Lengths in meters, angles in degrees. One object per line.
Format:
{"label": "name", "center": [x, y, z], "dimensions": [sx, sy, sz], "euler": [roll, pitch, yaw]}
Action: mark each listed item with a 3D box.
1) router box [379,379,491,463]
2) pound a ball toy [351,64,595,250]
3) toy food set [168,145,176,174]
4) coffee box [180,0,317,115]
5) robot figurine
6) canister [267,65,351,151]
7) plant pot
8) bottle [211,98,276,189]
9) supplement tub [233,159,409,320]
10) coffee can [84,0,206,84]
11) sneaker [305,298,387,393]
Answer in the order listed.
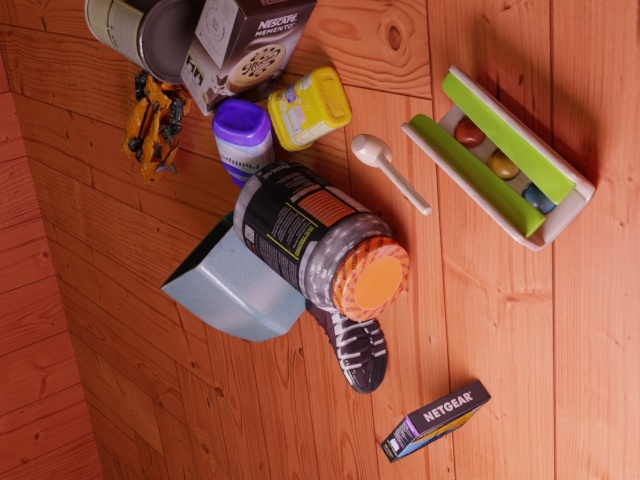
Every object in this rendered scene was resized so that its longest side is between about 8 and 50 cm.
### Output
{"label": "router box", "center": [0.208, 0.329, 1.627], "dimensions": [0.046, 0.179, 0.133], "euler": [57, 146, 22]}
{"label": "pound a ball toy", "center": [0.226, -0.108, 1.356], "dimensions": [0.208, 0.135, 0.319], "euler": [-50, 60, 15]}
{"label": "toy food set", "center": [-0.429, -0.275, 2.360], "dimensions": [0.132, 0.038, 0.192], "euler": [36, 136, 41]}
{"label": "coffee box", "center": [-0.146, -0.392, 1.749], "dimensions": [0.119, 0.168, 0.297], "euler": [58, 147, 16]}
{"label": "robot figurine", "center": [-0.412, -0.296, 2.245], "dimensions": [0.211, 0.085, 0.291], "euler": [51, 131, 26]}
{"label": "canister", "center": [-0.022, -0.253, 1.733], "dimensions": [0.170, 0.073, 0.126], "euler": [-19, 92, 57]}
{"label": "plant pot", "center": [-0.151, 0.082, 1.970], "dimensions": [0.252, 0.247, 0.248], "euler": [45, 150, -12]}
{"label": "bottle", "center": [-0.153, -0.182, 1.880], "dimensions": [0.118, 0.092, 0.283], "euler": [18, 156, 10]}
{"label": "supplement tub", "center": [0.000, 0.000, 1.721], "dimensions": [0.338, 0.207, 0.207], "euler": [38, 137, 40]}
{"label": "coffee can", "center": [-0.379, -0.489, 2.006], "dimensions": [0.275, 0.201, 0.202], "euler": [35, 135, 41]}
{"label": "sneaker", "center": [0.045, 0.185, 1.879], "dimensions": [0.162, 0.106, 0.281], "euler": [-29, 73, 63]}
